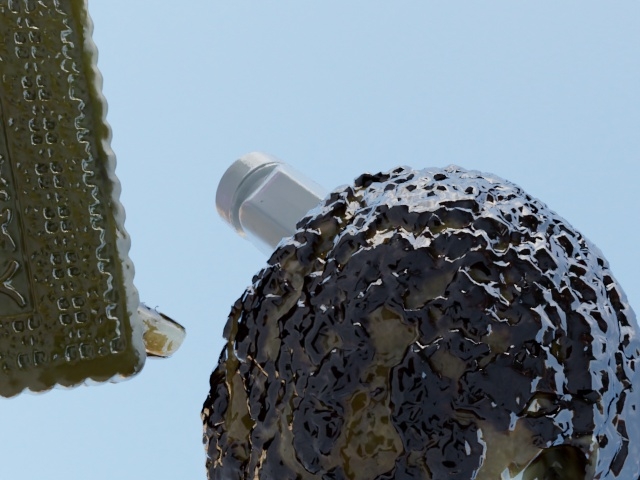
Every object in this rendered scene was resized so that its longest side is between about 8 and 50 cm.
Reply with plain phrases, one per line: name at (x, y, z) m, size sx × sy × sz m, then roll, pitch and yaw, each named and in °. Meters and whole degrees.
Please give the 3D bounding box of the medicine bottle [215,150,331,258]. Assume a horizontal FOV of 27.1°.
medicine bottle at (0.000, 0.000, 1.542) m, size 0.111 × 0.161 × 0.296 m, roll -48°, pitch -135°, yaw -9°

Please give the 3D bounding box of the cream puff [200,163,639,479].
cream puff at (0.039, 0.081, 0.638) m, size 0.239 × 0.165 × 0.239 m, roll -20°, pitch -113°, yaw 61°

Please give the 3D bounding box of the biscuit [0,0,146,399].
biscuit at (-0.196, -0.035, 0.758) m, size 0.029 × 0.172 × 0.254 m, roll -29°, pitch -110°, yaw 62°

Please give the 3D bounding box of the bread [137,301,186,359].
bread at (-0.191, 0.084, 1.325) m, size 0.072 × 0.106 × 0.053 m, roll -1°, pitch -113°, yaw 50°
